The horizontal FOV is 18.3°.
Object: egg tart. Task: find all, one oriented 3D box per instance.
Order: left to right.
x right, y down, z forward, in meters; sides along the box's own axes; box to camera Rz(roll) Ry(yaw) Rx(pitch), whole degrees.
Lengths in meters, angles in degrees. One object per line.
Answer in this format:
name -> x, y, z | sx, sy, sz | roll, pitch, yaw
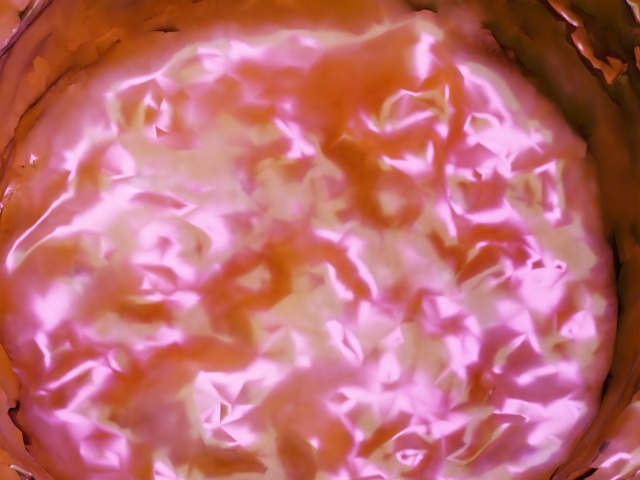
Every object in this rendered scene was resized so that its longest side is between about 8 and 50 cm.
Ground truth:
egg tart -> 0.000, 0.000, 0.550 | 0.294, 0.123, 0.294 | 0, 109, -1
